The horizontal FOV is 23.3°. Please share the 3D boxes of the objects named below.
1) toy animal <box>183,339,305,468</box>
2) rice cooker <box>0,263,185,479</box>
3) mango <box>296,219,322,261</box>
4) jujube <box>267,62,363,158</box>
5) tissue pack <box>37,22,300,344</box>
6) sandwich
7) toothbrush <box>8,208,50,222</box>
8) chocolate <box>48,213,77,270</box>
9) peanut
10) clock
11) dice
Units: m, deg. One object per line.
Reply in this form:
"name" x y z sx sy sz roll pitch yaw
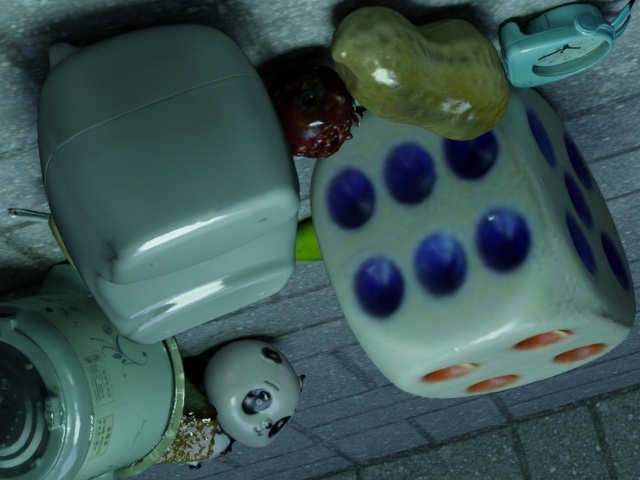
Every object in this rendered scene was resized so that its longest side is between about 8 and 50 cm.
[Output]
"toy animal" -0.148 0.257 2.514 0.235 0.165 0.187 -16 145 14
"rice cooker" -0.324 0.184 1.951 0.264 0.317 0.316 -4 169 30
"mango" 0.000 0.000 2.039 0.108 0.056 0.073 -22 155 30
"jujube" -0.015 -0.127 1.588 0.104 0.104 0.166 -13 170 -6
"tissue pack" -0.147 -0.063 1.477 0.229 0.236 0.333 -21 164 -10
"sandwich" -0.321 0.236 2.236 0.273 0.249 0.095 -5 120 -29
"toothbrush" -0.296 -0.025 1.805 0.162 0.014 0.017 8 132 -49
"chocolate" -0.198 0.002 1.771 0.134 0.134 0.309 -21 160 18
"peanut" 0.099 -0.172 1.536 0.120 0.110 0.236 -23 152 37
"clock" 0.263 -0.212 1.632 0.147 0.045 0.108 -17 163 5
"dice" 0.178 0.002 1.780 0.277 0.304 0.304 -22 161 21
